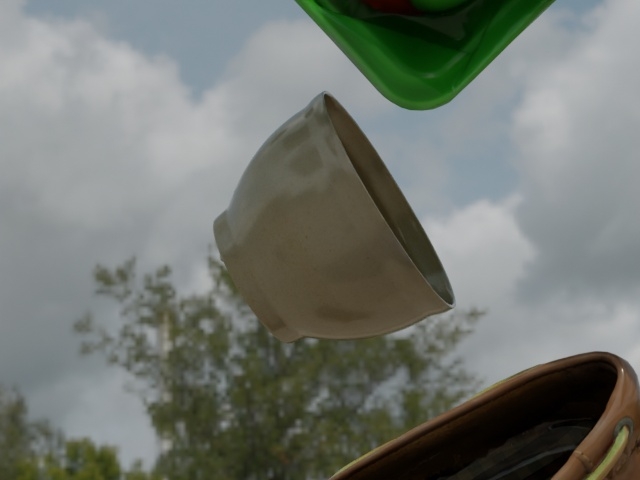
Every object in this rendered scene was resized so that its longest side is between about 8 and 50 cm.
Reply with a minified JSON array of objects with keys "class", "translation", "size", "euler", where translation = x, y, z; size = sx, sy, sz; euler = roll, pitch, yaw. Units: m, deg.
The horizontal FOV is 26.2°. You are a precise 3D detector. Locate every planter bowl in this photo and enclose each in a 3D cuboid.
[{"class":"planter bowl","translation":[0.000,0.000,0.890],"size":[0.109,0.162,0.162],"euler":[-31,-29,11]}]

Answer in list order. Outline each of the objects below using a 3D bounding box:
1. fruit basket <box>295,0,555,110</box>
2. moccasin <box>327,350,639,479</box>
[{"class":"fruit basket","translation":[0.117,-0.260,0.766],"size":[0.283,0.392,0.392],"euler":[46,-34,-4]},{"class":"moccasin","translation":[-0.004,0.174,0.649],"size":[0.380,0.139,0.147],"euler":[-25,-53,-4]}]
